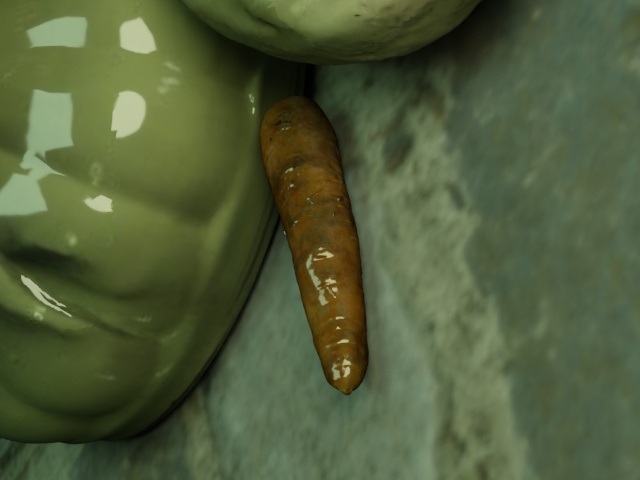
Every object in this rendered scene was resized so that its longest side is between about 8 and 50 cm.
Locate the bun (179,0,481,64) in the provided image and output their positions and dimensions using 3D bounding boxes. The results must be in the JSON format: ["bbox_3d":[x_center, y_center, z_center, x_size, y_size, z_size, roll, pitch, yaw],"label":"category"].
[{"bbox_3d":[0.014,-0.176,0.768,0.210,0.116,0.237,-48,51,35],"label":"bun"}]

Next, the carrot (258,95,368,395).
[{"bbox_3d":[0.000,-0.001,0.782,0.036,0.035,0.165,-52,37,35],"label":"carrot"}]

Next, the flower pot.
[{"bbox_3d":[-0.178,-0.061,0.920,0.307,0.244,0.307,-40,41,46],"label":"flower pot"}]
